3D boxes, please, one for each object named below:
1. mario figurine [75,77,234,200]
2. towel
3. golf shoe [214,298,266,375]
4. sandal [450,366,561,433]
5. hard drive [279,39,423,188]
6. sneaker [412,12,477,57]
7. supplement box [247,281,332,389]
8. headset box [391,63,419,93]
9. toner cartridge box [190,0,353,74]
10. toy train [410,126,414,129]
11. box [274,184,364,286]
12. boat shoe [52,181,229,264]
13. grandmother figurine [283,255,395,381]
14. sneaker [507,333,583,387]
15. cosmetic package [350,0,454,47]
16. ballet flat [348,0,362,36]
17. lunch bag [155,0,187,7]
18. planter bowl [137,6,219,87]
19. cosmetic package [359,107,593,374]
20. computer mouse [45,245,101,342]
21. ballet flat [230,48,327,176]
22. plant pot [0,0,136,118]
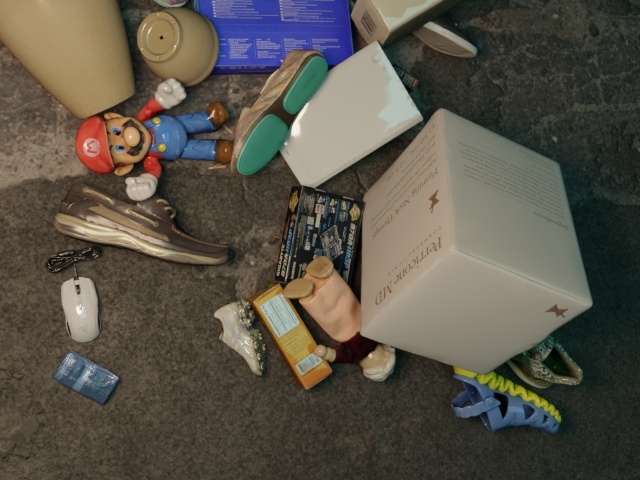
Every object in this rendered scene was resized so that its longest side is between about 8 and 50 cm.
[{"bbox_3d":[-0.321,-0.202,1.335,0.321,0.170,0.198,-14,56,-33],"label":"mario figurine"},{"bbox_3d":[-0.473,0.278,1.358,0.119,0.029,0.067,34,78,-16],"label":"towel"},{"bbox_3d":[-0.174,0.216,1.462,0.086,0.069,0.176,-14,101,12],"label":"golf shoe"},{"bbox_3d":[0.440,0.405,1.642,0.318,0.126,0.138,27,83,-9],"label":"sandal"},{"bbox_3d":[0.045,-0.273,1.496,0.308,0.040,0.203,-32,99,7],"label":"hard drive"},{"bbox_3d":[0.274,-0.561,1.617,0.296,0.104,0.146,26,85,-13],"label":"sneaker"},{"bbox_3d":[-0.068,0.209,1.481,0.080,0.078,0.233,-30,98,-15],"label":"supplement box"},{"bbox_3d":[0.190,-0.381,1.604,0.083,0.062,0.032,29,79,-16],"label":"headset box"},{"bbox_3d":[-0.104,-0.460,1.494,0.348,0.075,0.165,-6,89,-20],"label":"toner cartridge box"},{"bbox_3d":[0.152,-0.331,1.564,0.080,0.105,0.184,-44,106,8],"label":"toy train"},{"bbox_3d":[0.000,0.000,1.504,0.175,0.051,0.220,12,85,-34],"label":"box"},{"bbox_3d":[-0.348,-0.033,1.361,0.356,0.132,0.130,15,83,-20],"label":"boat shoe"},{"bbox_3d":[0.069,0.188,1.483,0.208,0.104,0.342,-39,120,-7],"label":"grandmother figurine"},{"bbox_3d":[0.480,0.227,1.619,0.410,0.182,0.158,33,79,-16],"label":"sneaker"},{"bbox_3d":[0.233,-0.555,1.482,0.310,0.160,0.113,-34,92,-9],"label":"cosmetic package"},{"bbox_3d":[0.085,-0.532,1.589,0.041,0.041,0.114,-41,102,-17],"label":"ballet flat"},{"bbox_3d":[-0.352,-0.638,1.394,0.279,0.108,0.224,36,82,-13],"label":"lunch bag"},{"bbox_3d":[-0.302,-0.402,1.362,0.162,0.109,0.161,0,92,19],"label":"planter bowl"},{"bbox_3d":[0.302,0.009,1.409,0.328,0.329,0.393,21,47,-19],"label":"cosmetic package"},{"bbox_3d":[-0.484,0.111,1.353,0.106,0.042,0.192,-11,92,-21],"label":"computer mouse"},{"bbox_3d":[-0.106,-0.277,1.434,0.316,0.106,0.107,-52,142,-5],"label":"ballet flat"},{"bbox_3d":[-0.477,-0.384,1.286,0.257,0.256,0.273,-31,114,-18],"label":"plant pot"}]
